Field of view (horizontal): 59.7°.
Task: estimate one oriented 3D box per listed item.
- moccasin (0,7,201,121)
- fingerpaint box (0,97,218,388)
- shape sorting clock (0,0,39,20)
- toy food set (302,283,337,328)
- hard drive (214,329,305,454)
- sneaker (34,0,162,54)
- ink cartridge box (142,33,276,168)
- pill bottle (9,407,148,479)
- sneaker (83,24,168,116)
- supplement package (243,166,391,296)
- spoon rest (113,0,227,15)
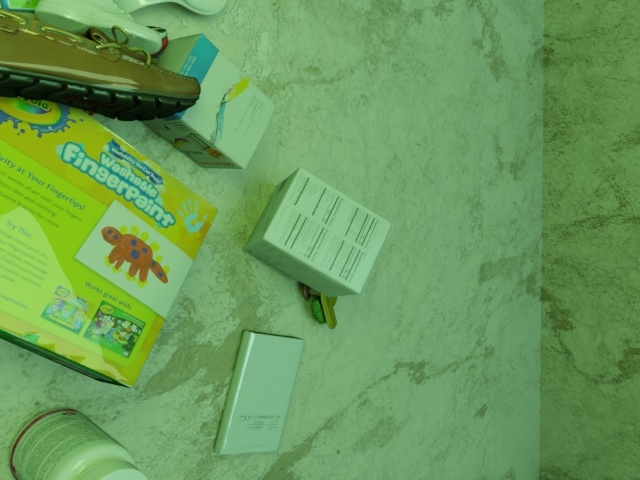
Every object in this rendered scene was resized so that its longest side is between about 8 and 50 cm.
[{"bbox_3d":[-0.361,-0.277,0.876,0.380,0.139,0.147,0,81,-40],"label":"moccasin"},{"bbox_3d":[-0.449,-0.015,0.938,0.445,0.163,0.371,38,60,-34],"label":"fingerpaint box"},{"bbox_3d":[-0.495,-0.475,0.971,0.206,0.040,0.206,-19,119,-39],"label":"shape sorting clock"},{"bbox_3d":[-0.006,0.150,1.567,0.128,0.071,0.218,-67,149,-58],"label":"toy food set"},{"bbox_3d":[-0.155,0.400,1.468,0.203,0.040,0.308,18,83,-46],"label":"hard drive"},{"bbox_3d":[-0.379,-0.401,0.978,0.212,0.080,0.094,15,75,-13],"label":"sneaker"},{"bbox_3d":[-0.247,-0.279,1.165,0.232,0.171,0.168,38,71,-42],"label":"ink cartridge box"},{"bbox_3d":[-0.435,0.424,1.008,0.160,0.283,0.160,-9,103,-45],"label":"pill bottle"},{"bbox_3d":[-0.401,-0.318,1.075,0.279,0.107,0.118,-48,146,-26],"label":"sneaker"},{"bbox_3d":[-0.012,-0.010,1.363,0.262,0.199,0.198,30,73,-14],"label":"supplement package"},{"bbox_3d":[-0.295,-0.515,1.141,0.276,0.084,0.137,-37,122,-35],"label":"spoon rest"}]
